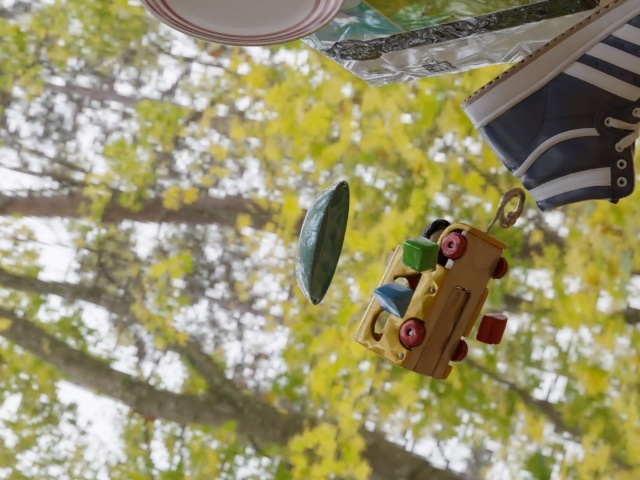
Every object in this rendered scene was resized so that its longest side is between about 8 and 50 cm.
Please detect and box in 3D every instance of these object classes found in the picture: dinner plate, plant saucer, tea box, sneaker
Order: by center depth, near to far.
[{"bbox_3d":[-0.053,-0.167,0.792,0.141,0.141,0.017,-53,-17,-39],"label":"dinner plate"},{"bbox_3d":[0.281,-0.134,1.071,0.153,0.282,0.099,59,-164,2],"label":"sneaker"},{"bbox_3d":[0.000,0.000,1.127,0.119,0.021,0.119,13,-90,-78],"label":"plant saucer"},{"bbox_3d":[0.102,-0.331,1.213,0.323,0.329,0.220,26,-114,-45],"label":"tea box"}]

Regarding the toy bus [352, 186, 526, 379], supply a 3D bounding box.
[{"bbox_3d":[0.116,0.045,1.293,0.202,0.104,0.191,-32,-49,-32],"label":"toy bus"}]
